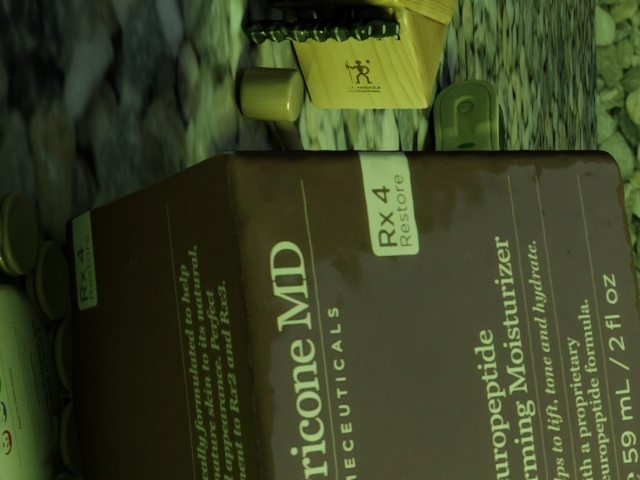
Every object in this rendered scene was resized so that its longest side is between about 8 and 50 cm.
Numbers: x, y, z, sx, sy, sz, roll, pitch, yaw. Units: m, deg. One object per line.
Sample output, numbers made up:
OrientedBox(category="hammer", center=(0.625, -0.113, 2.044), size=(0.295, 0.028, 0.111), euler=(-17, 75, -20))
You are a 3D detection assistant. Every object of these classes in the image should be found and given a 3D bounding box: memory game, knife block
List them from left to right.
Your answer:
OrientedBox(category="memory game", center=(-0.132, 0.067, 0.573), size=(0.186, 0.012, 0.186), euler=(-5, 90, -78))
OrientedBox(category="knife block", center=(0.024, -0.218, 0.934), size=(0.242, 0.088, 0.276), euler=(73, 27, -45))

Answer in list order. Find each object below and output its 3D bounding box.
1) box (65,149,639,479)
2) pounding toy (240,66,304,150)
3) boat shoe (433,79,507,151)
OrientedBox(category="box", center=(0.015, 0.056, 0.616), size=(0.203, 0.167, 0.169), euler=(-2, 83, -33))
OrientedBox(category="pounding toy", center=(0.002, -0.009, 0.880), size=(0.181, 0.094, 0.206), euler=(-48, 137, -62))
OrientedBox(category="boat shoe", center=(0.136, -0.047, 1.292), size=(0.079, 0.084, 0.233), euler=(72, 24, -44))
